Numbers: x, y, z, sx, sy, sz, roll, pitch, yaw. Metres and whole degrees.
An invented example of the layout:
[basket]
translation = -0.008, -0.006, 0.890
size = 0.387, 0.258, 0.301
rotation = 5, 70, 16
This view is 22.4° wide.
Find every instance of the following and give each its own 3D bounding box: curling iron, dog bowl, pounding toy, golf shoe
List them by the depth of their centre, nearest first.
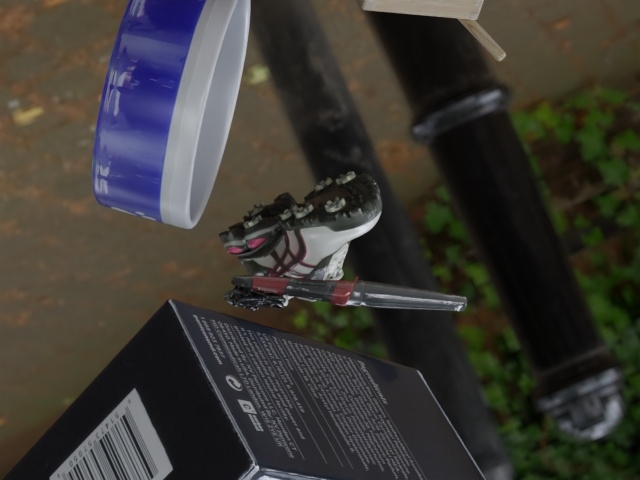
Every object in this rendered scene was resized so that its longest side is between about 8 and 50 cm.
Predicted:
[pounding toy]
translation = 0.100, -0.244, 1.461
size = 0.141, 0.130, 0.100
rotation = 3, 131, -16
[dog bowl]
translation = -0.155, -0.151, 1.710
size = 0.104, 0.264, 0.265
rotation = 13, 168, 2
[curling iron]
translation = 0.028, 0.059, 1.812
size = 0.274, 0.035, 0.068
rotation = 1, 168, -3
[golf shoe]
translation = 0.000, 0.000, 1.824
size = 0.105, 0.120, 0.273
rotation = -37, -169, -30

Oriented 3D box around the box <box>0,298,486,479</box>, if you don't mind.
[box]
translation = -0.067, 0.262, 1.611
size = 0.293, 0.212, 0.395
rotation = -47, 142, 20
